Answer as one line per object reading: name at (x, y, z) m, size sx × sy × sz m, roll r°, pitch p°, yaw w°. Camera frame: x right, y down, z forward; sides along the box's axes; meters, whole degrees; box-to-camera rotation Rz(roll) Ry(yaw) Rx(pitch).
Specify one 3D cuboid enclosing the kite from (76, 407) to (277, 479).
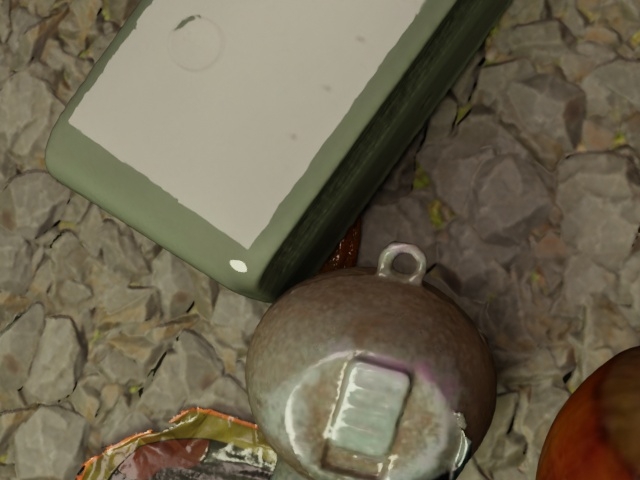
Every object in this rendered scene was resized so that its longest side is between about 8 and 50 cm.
kite at (-0.069, 0.290, 1.274) m, size 0.377 × 0.013 × 0.327 m, roll -31°, pitch 76°, yaw 13°

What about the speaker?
speaker at (0.000, -0.157, 1.187) m, size 0.184 × 0.183 × 0.406 m, roll 36°, pitch 92°, yaw 14°

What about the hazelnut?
hazelnut at (0.244, 0.173, 1.085) m, size 0.214 × 0.176 × 0.214 m, roll 16°, pitch 115°, yaw 38°

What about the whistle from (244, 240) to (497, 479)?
whistle at (0.020, 0.157, 1.189) m, size 0.189 × 0.189 × 0.347 m, roll 22°, pitch 109°, yaw 21°

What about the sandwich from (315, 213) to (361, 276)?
sandwich at (-0.003, -0.003, 1.266) m, size 0.069 × 0.026 × 0.101 m, roll 0°, pitch 85°, yaw 22°
